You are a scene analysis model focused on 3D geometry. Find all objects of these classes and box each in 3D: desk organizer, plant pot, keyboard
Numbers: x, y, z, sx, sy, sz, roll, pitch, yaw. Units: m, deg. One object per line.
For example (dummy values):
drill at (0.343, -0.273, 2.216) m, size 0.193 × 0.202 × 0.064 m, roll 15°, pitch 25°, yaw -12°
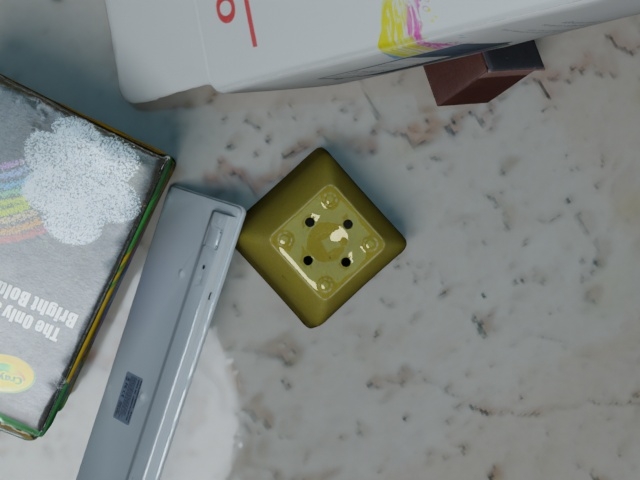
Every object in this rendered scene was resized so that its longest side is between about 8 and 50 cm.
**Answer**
desk organizer at (0.079, -0.148, 0.775) m, size 0.047 × 0.050 × 0.130 m, roll -9°, pitch 75°, yaw -37°
plant pot at (0.000, 0.000, 0.758) m, size 0.081 × 0.083 × 0.081 m, roll -42°, pitch 94°, yaw -2°
keyboard at (-0.105, 0.095, 0.763) m, size 0.014 × 0.072 × 0.256 m, roll 18°, pitch 90°, yaw -38°

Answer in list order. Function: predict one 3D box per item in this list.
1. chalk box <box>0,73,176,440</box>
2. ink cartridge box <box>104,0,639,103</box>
chalk box at (-0.182, 0.023, 0.721) m, size 0.132 × 0.132 × 0.213 m, roll 26°, pitch 90°, yaw -6°
ink cartridge box at (0.036, -0.196, 0.685) m, size 0.354 × 0.119 × 0.207 m, roll -7°, pitch 93°, yaw 40°
